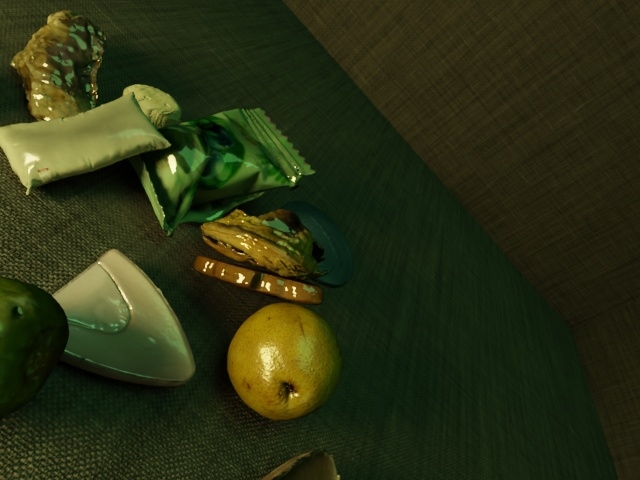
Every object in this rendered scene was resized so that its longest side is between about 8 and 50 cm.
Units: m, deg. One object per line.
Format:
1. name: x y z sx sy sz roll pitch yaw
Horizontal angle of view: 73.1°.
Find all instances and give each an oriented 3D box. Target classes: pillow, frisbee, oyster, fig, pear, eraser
1. pillow: -0.419 -0.185 0.769 0.254 0.078 0.144 -27 69 -24
2. frisbee: 0.003 -0.003 1.233 0.290 0.049 0.289 33 36 -28
3. oyster: -0.512 -0.357 0.869 0.167 0.110 0.340 21 56 -31
4. fig: -0.416 0.109 0.479 0.234 0.167 0.167 27 39 -30
5. pear: -0.062 0.222 0.783 0.209 0.209 0.208 33 37 -29
6. eraser: -0.305 0.148 0.679 0.243 0.059 0.204 43 32 -8

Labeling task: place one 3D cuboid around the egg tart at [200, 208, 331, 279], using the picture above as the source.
1. egg tart: -0.104 -0.001 0.904 0.297 0.297 0.132 24 81 -37

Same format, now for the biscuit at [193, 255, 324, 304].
1. biscuit: -0.095 0.091 0.893 0.301 0.279 0.043 23 80 -65

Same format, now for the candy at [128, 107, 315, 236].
1. candy: -0.221 -0.184 0.963 0.398 0.172 0.262 -26 77 -33

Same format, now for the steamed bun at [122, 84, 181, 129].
1. steamed bun: -0.389 -0.293 0.982 0.112 0.091 0.130 49 31 10

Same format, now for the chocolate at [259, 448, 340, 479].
1. chocolate: -0.067 0.435 0.678 0.262 0.083 0.160 3 73 -50
